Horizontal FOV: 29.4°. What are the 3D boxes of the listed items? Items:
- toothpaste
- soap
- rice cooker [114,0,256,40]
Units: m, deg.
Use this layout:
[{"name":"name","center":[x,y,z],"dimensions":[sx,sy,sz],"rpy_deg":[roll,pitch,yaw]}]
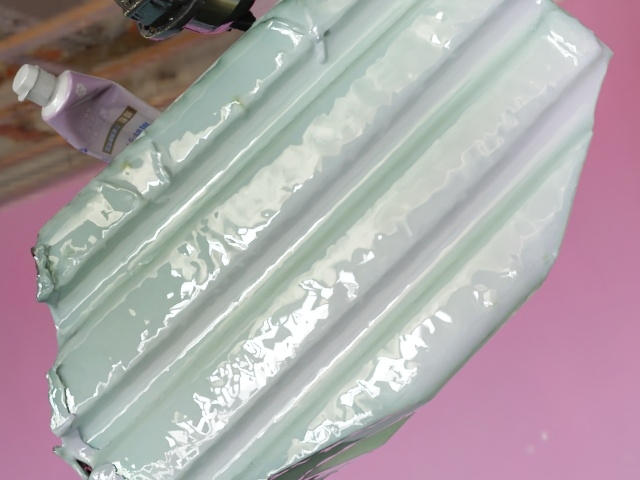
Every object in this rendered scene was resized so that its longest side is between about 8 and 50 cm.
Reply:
[{"name":"toothpaste","center":[-0.158,-0.086,1.170],"dimensions":[0.301,0.048,0.075],"rpy_deg":[28,-57,-33]},{"name":"soap","center":[0.000,0.000,0.844],"dimensions":[0.446,0.261,0.156],"rpy_deg":[-46,-7,-10]},{"name":"rice cooker","center":[-0.092,-0.219,0.847],"dimensions":[0.106,0.165,0.112],"rpy_deg":[4,-16,-37]}]
